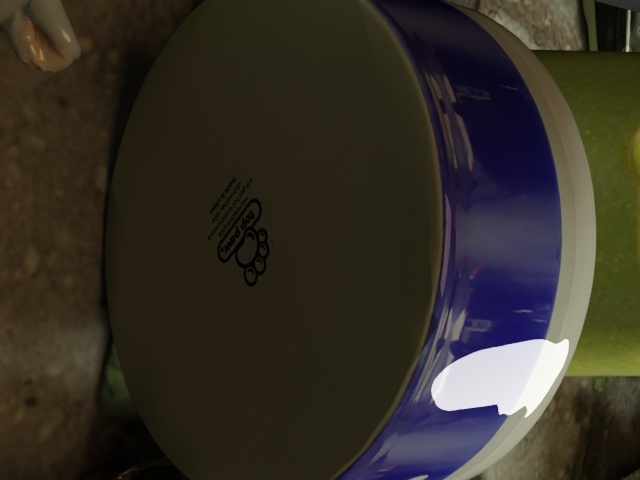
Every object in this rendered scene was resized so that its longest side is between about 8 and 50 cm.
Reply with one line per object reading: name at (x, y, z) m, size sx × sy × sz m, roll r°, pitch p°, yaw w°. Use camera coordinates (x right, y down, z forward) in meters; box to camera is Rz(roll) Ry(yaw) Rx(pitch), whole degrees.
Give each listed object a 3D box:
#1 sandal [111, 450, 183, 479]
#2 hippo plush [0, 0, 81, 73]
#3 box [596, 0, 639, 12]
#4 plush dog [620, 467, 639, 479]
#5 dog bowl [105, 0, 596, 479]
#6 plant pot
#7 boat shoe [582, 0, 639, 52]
sandal at (-0.060, 0.163, 0.614) m, size 0.303 × 0.120 × 0.086 m, roll 13°, pitch 48°, yaw -42°
hippo plush at (-0.145, -0.224, 0.485) m, size 0.236 × 0.234 × 0.294 m, roll -49°, pitch 166°, yaw -10°
box at (0.367, -0.341, 0.818) m, size 0.313 × 0.179 × 0.343 m, roll 12°, pitch 75°, yaw -10°
plush dog at (0.364, 0.269, 0.906) m, size 0.262 × 0.225 × 0.210 m, roll 36°, pitch 68°, yaw -37°
dog bowl at (0.000, 0.000, 0.542) m, size 0.104 × 0.265 × 0.264 m, roll 4°, pitch 88°, yaw -41°
plant pot at (0.141, -0.016, 0.677) m, size 0.276 × 0.254 × 0.275 m, roll -2°, pitch 93°, yaw -43°
boat shoe at (0.285, -0.155, 0.925) m, size 0.084 × 0.079 × 0.233 m, roll -22°, pitch 107°, yaw -42°
